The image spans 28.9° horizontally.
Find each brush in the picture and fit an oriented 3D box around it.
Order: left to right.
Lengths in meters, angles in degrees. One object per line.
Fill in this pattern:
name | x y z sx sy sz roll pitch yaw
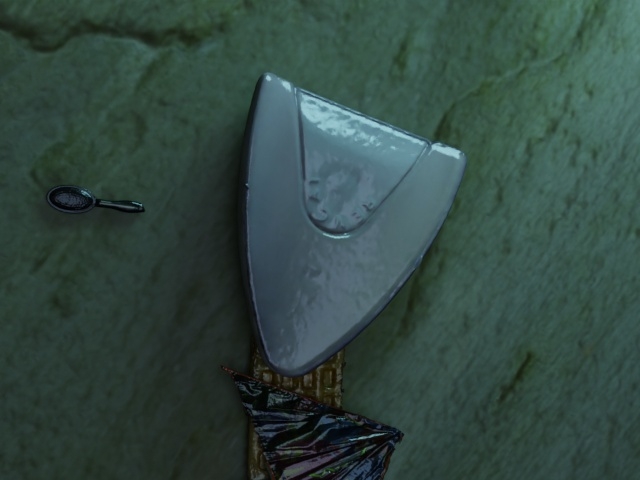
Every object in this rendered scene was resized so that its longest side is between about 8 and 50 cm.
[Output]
brush | -0.189 -0.032 1.050 0.083 0.008 0.024 8 89 -18

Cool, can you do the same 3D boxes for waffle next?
waffle | -0.022 0.150 1.112 0.092 0.021 0.135 -1 96 -18

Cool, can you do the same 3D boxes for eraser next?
eraser | -0.001 0.000 1.086 0.204 0.059 0.243 21 85 -19

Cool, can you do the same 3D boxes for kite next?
kite | -0.014 0.200 1.104 0.189 0.009 0.232 -22 101 -13
